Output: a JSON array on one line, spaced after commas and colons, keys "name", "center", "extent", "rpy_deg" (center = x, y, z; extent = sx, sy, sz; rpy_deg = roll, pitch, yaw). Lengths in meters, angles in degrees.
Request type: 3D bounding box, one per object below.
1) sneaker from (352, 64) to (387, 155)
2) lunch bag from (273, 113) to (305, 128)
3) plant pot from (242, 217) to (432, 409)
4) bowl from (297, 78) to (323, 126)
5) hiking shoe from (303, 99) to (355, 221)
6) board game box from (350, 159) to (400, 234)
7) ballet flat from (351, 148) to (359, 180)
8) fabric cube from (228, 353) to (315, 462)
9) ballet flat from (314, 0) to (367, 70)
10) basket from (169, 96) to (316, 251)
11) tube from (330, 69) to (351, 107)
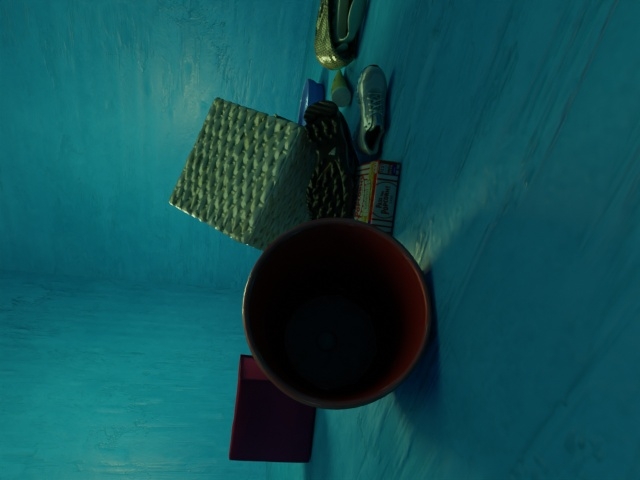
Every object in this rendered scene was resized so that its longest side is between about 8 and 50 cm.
[{"name": "sneaker", "center": [0.115, -0.272, 0.942], "extent": [0.083, 0.071, 0.191], "rpy_deg": [-121, 29, -64]}, {"name": "lunch bag", "center": [-0.077, -0.241, 1.456], "extent": [0.169, 0.235, 0.287], "rpy_deg": [-45, 39, 43]}, {"name": "plant pot", "center": [0.019, 0.139, 0.719], "extent": [0.243, 0.274, 0.275], "rpy_deg": [95, 176, -64]}, {"name": "bowl", "center": [-0.054, -0.536, 2.035], "extent": [0.391, 0.077, 0.392], "rpy_deg": [-175, 90, -80]}, {"name": "hiking shoe", "center": [0.038, -0.157, 1.006], "extent": [0.132, 0.113, 0.305], "rpy_deg": [-4, -86, -65]}, {"name": "board game box", "center": [0.105, -0.085, 0.913], "extent": [0.193, 0.045, 0.147], "rpy_deg": [-149, 66, -80]}, {"name": "ballet flat", "center": [0.076, -0.140, 1.088], "extent": [0.074, 0.074, 0.203], "rpy_deg": [115, 153, -62]}, {"name": "fabric cube", "center": [-0.161, 0.548, 1.474], "extent": [0.259, 0.253, 0.259], "rpy_deg": [-166, 82, -81]}, {"name": "ballet flat", "center": [0.076, -0.747, 1.269], "extent": [0.182, 0.163, 0.484], "rpy_deg": [32, 124, 55]}, {"name": "basket", "center": [-0.165, -0.149, 1.169], "extent": [0.266, 0.328, 0.332], "rpy_deg": [22, -87, -61]}, {"name": "tube", "center": [0.058, -0.483, 1.413], "extent": [0.070, 0.062, 0.240], "rpy_deg": [-35, 25, 19]}]
